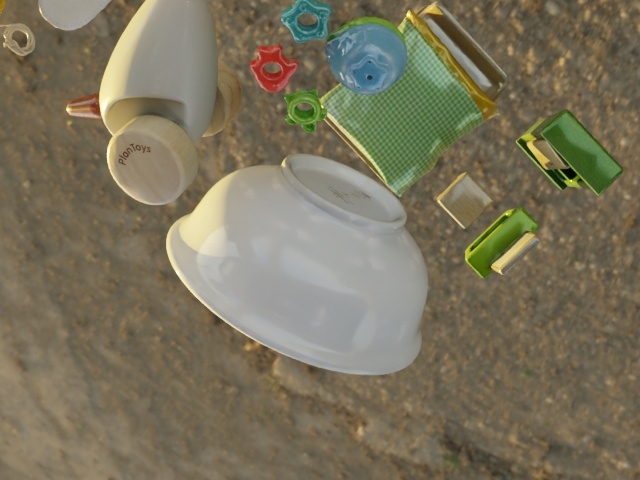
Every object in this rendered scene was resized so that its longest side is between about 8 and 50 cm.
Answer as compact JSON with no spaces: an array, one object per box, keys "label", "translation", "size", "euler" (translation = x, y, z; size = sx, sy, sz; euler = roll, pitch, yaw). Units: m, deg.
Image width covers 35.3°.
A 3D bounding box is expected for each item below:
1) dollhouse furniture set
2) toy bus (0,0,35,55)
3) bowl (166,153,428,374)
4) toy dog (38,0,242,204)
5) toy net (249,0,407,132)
[{"label":"dollhouse furniture set","translation":[0.163,-0.122,1.181],"size":[0.301,0.197,0.151],"euler":[46,-177,-3]},{"label":"toy bus","translation":[-0.523,-0.325,1.370],"size":[0.104,0.191,0.202],"euler":[3,114,53]},{"label":"bowl","translation":[0.000,0.000,1.059],"size":[0.298,0.298,0.134],"euler":[30,112,7]},{"label":"toy dog","translation":[-0.172,-0.205,0.922],"size":[0.161,0.220,0.333],"euler":[11,107,13]},{"label":"toy net","translation":[-0.018,-0.198,0.816],"size":[0.122,0.045,0.232],"euler":[-19,128,17]}]
